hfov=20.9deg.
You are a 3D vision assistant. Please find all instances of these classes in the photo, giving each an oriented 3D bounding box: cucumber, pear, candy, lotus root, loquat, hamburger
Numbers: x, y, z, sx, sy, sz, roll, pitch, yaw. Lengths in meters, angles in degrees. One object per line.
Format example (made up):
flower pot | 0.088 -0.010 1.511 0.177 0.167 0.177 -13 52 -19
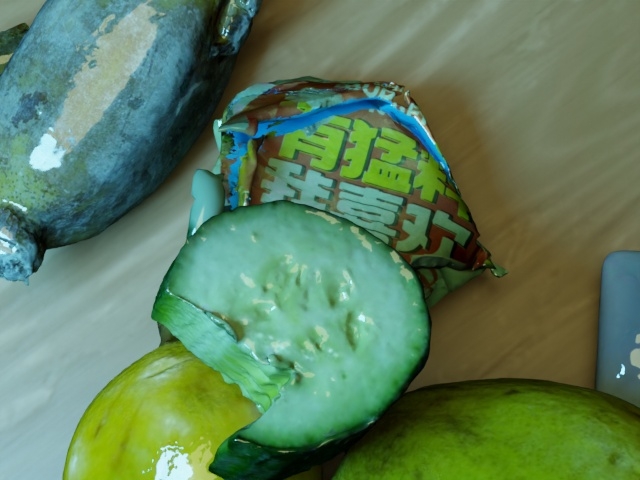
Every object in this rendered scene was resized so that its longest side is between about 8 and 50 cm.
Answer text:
cucumber | -0.020 0.068 1.238 0.191 0.130 0.191 8 66 -18
pear | 0.155 0.237 1.298 0.375 0.287 0.287 33 81 20
candy | 0.315 0.081 1.418 0.174 0.071 0.138 4 77 6
lotus root | -0.185 -0.120 1.447 0.175 0.175 0.349 35 82 10
loquat | -0.097 0.167 1.363 0.213 0.213 0.246 -10 69 2
hamburger | -0.008 0.001 1.423 0.260 0.150 0.276 47 55 1

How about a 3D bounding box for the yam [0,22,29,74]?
yam | -0.360 -0.114 1.516 0.253 0.061 0.061 -25 77 -3
